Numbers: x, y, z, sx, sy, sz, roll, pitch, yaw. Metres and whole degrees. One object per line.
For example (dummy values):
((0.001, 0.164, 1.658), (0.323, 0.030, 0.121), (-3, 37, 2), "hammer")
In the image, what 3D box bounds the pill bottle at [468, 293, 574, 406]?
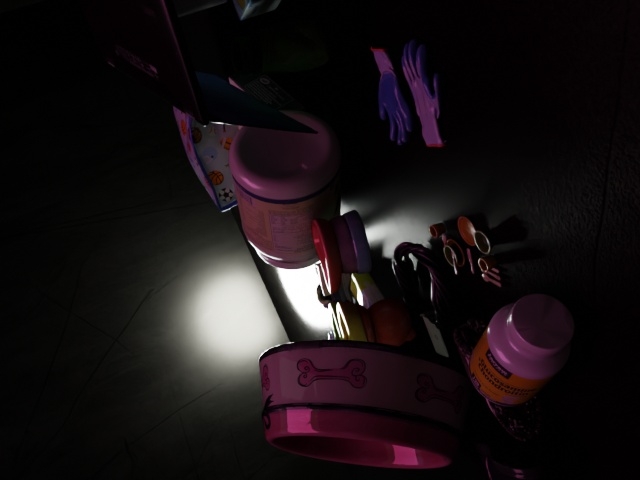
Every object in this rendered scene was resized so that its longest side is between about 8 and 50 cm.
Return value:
((0.263, 0.144, 0.774), (0.103, 0.103, 0.184), (59, 164, 29), "pill bottle")

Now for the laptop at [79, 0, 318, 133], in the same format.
((-0.238, -0.376, 1.084), (0.382, 0.236, 0.407), (35, 150, 36), "laptop")

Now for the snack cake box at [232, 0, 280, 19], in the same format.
((-0.157, -0.595, 1.160), (0.264, 0.089, 0.152), (69, 167, -9), "snack cake box")

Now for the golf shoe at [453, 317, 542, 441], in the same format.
((0.279, 0.219, 0.926), (0.094, 0.077, 0.198), (70, 177, -62), "golf shoe")

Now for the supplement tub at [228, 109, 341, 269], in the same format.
((-0.070, -0.102, 1.323), (0.235, 0.235, 0.324), (58, 163, 31), "supplement tub")

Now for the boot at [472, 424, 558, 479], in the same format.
((0.339, 0.420, 0.944), (0.246, 0.094, 0.207), (116, 133, -80), "boot")

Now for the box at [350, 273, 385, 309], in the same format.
((0.131, 0.160, 1.400), (0.178, 0.042, 0.109), (60, 167, 25), "box")

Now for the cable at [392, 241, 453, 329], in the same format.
((0.186, 0.084, 1.073), (0.150, 0.047, 0.184), (54, 160, 41), "cable")

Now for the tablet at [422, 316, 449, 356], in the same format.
((0.229, 0.190, 1.170), (0.083, 0.006, 0.054), (68, 165, -7), "tablet")

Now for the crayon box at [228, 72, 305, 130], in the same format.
((-0.126, -0.261, 1.509), (0.203, 0.083, 0.323), (45, 157, 26), "crayon box")

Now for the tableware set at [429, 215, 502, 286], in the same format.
((0.216, 0.010, 0.897), (0.154, 0.024, 0.104), (39, 149, 62), "tableware set")

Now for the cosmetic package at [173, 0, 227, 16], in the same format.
((-0.308, -0.648, 1.131), (0.197, 0.155, 0.365), (56, 163, 36), "cosmetic package")

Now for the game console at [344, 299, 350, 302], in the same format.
((0.172, 0.306, 1.402), (0.250, 0.173, 0.293), (6, 140, 37), "game console")

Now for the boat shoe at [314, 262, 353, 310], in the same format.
((0.032, 0.144, 1.628), (0.103, 0.092, 0.285), (55, 162, 38), "boat shoe")

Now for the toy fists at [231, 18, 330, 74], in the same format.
((-0.077, -0.370, 1.129), (0.279, 0.142, 0.096), (-147, 51, -65), "toy fists")

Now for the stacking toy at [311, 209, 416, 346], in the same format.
((0.082, 0.103, 1.215), (0.279, 0.130, 0.308), (93, 162, -70), "stacking toy")

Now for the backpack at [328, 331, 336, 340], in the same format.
((0.084, 0.324, 1.685), (0.152, 0.115, 0.182), (-124, 20, -45), "backpack")

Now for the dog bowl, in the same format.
((0.076, 0.318, 1.087), (0.408, 0.408, 0.150), (95, -178, -62), "dog bowl")

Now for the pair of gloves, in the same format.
((0.127, -0.213, 0.870), (0.198, 0.023, 0.159), (36, 147, 65), "pair of gloves")

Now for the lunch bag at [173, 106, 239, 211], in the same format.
((-0.337, -0.344, 1.919), (0.385, 0.239, 0.328), (66, 169, -27), "lunch bag")
